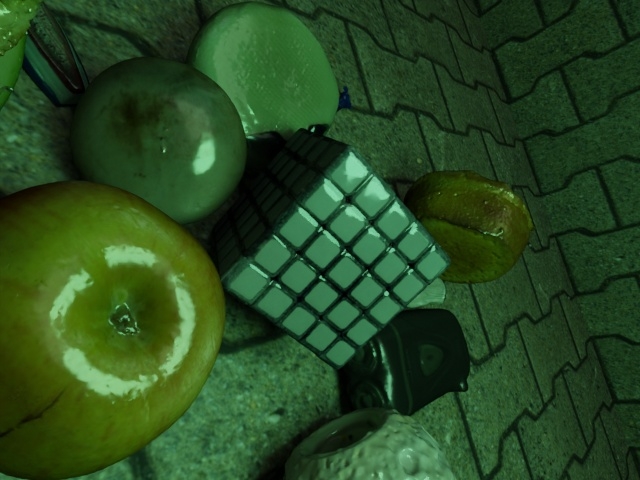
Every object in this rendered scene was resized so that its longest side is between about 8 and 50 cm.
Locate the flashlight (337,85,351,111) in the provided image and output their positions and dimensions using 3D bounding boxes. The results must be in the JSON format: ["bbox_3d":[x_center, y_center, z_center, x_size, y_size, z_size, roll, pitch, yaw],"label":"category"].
[{"bbox_3d":[0.039,-0.331,0.990,0.121,0.035,0.057,-49,134,-39],"label":"flashlight"}]

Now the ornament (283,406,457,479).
[{"bbox_3d":[0.074,0.380,0.581,0.259,0.259,0.225,-14,78,-46],"label":"ornament"}]

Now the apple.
[{"bbox_3d":[-0.236,0.082,0.410,0.286,0.233,0.286,18,63,-40],"label":"apple"}]

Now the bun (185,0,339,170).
[{"bbox_3d":[-0.115,-0.260,0.722,0.283,0.179,0.283,-4,97,-38],"label":"bun"}]

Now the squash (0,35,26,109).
[{"bbox_3d":[-0.391,-0.242,0.453,0.111,0.203,0.288,20,50,-76],"label":"squash"}]

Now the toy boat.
[{"bbox_3d":[-0.391,-0.296,0.551,0.080,0.046,0.229,-33,100,-43],"label":"toy boat"}]

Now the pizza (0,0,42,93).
[{"bbox_3d":[-0.399,-0.206,0.362,0.075,0.288,0.280,36,36,-88],"label":"pizza"}]

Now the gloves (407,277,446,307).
[{"bbox_3d":[0.195,0.104,0.920,0.229,0.097,0.119,21,47,-40],"label":"gloves"}]

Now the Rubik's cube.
[{"bbox_3d":[0.000,0.000,0.613,0.237,0.238,0.237,40,6,-27],"label":"Rubik's cube"}]

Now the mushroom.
[{"bbox_3d":[-0.219,-0.132,0.563,0.226,0.178,0.226,-5,106,-18],"label":"mushroom"}]

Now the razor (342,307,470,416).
[{"bbox_3d":[0.182,0.248,0.836,0.349,0.113,0.204,3,73,-45],"label":"razor"}]

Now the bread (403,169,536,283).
[{"bbox_3d":[0.334,-0.024,0.978,0.312,0.312,0.172,45,57,-22],"label":"bread"}]
